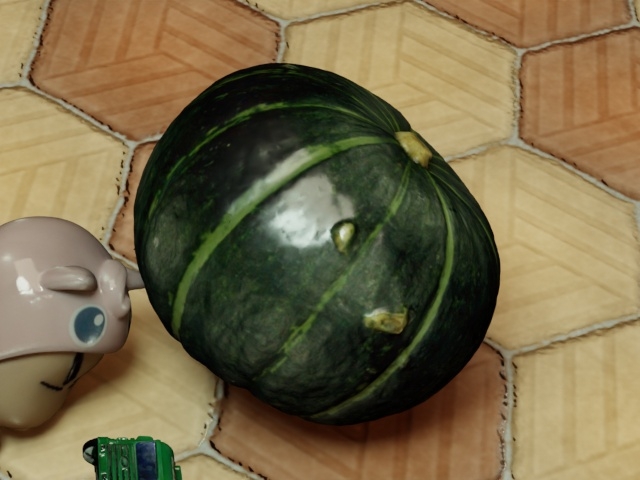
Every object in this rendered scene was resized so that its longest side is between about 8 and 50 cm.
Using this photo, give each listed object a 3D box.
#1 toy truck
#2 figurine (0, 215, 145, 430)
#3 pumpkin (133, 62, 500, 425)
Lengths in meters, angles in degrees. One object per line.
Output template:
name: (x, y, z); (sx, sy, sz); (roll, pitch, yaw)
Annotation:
toy truck: (-0.143, 0.212, 1.300); (0.079, 0.147, 0.065); (-3, 46, -9)
figurine: (-0.286, 0.081, 1.432); (0.287, 0.186, 0.176); (-9, 3, 9)
pumpkin: (0.000, 0.000, 1.428); (0.323, 0.241, 0.323); (32, 21, -14)
